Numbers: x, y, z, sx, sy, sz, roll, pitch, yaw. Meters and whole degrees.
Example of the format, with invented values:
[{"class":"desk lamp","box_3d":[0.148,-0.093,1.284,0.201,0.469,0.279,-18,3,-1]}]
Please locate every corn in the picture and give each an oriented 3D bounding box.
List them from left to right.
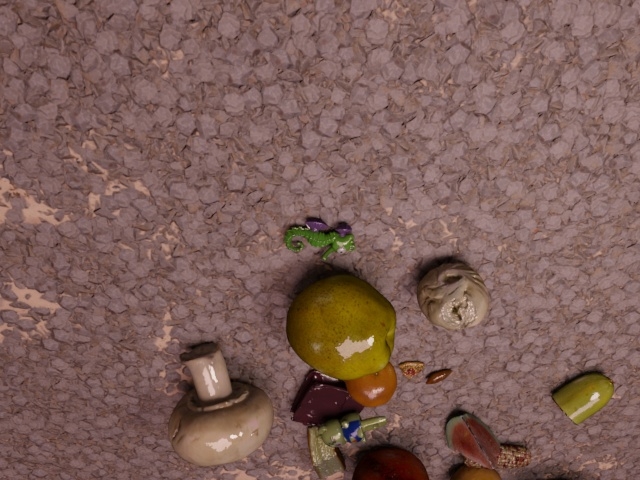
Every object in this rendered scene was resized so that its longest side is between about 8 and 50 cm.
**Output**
[{"class":"corn","box_3d":[0.627,0.759,1.899,0.254,0.086,0.086,5,123,-6]}]

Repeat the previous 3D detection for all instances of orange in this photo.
[{"class":"orange","box_3d":[0.151,0.422,1.621,0.159,0.158,0.136,7,147,-7]}]

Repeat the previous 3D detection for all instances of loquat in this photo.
[{"class":"loquat","box_3d":[0.558,0.900,1.917,0.208,0.208,0.208,-1,123,-2]}]

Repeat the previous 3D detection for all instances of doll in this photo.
[{"class":"doll","box_3d":[0.000,0.000,1.400,0.190,0.050,0.115,10,115,-7]}]

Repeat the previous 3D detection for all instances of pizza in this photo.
[{"class":"pizza","box_3d":[0.288,0.413,1.694,0.083,0.025,0.078,-5,121,0]}]

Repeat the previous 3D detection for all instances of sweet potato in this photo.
[{"class":"sweet potato","box_3d":[0.373,0.429,1.705,0.095,0.034,0.034,-30,120,5]}]

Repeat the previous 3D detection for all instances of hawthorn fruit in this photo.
[{"class":"hawthorn fruit","box_3d":[0.240,0.845,1.828,0.316,0.316,0.315,-1,123,-2]}]

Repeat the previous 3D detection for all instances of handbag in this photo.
[{"class":"handbag","box_3d":[0.027,0.519,1.726,0.203,0.074,0.216,16,123,-13]}]

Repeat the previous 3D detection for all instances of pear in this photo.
[{"class":"pear","box_3d":[0.053,0.228,1.425,0.295,0.294,0.294,-1,123,-2]}]

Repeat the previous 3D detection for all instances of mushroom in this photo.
[{"class":"mushroom","box_3d":[-0.309,0.479,1.590,0.315,0.314,0.335,-14,102,6]}]

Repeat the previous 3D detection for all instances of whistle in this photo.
[{"class":"whistle","box_3d":[0.097,0.590,1.684,0.228,0.085,0.105,-15,134,5]}]

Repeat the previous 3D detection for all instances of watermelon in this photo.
[{"class":"watermelon","box_3d":[0.525,0.650,1.793,0.136,0.202,0.207,-39,128,-24]}]

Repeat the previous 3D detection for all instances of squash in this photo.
[{"class":"squash","box_3d":[0.844,0.491,1.717,0.123,0.123,0.186,35,112,-22]}]

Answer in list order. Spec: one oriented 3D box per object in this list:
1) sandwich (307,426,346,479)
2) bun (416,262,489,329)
[{"class":"sandwich","box_3d":[0.022,0.747,1.865,0.094,0.096,0.258,-19,124,4]},{"class":"bun","box_3d":[0.345,0.140,1.418,0.179,0.193,0.127,-17,123,4]}]
